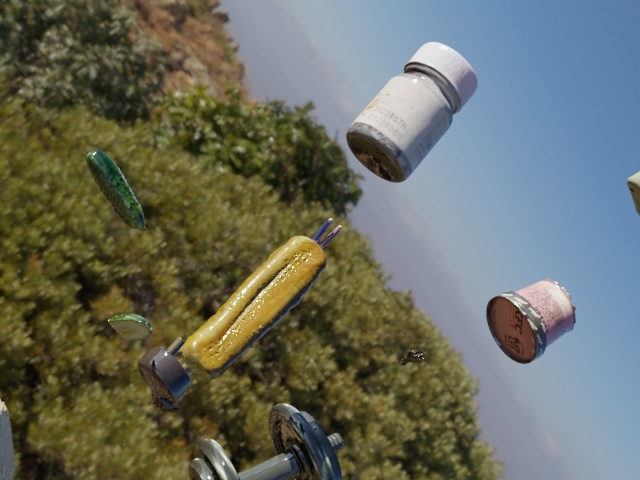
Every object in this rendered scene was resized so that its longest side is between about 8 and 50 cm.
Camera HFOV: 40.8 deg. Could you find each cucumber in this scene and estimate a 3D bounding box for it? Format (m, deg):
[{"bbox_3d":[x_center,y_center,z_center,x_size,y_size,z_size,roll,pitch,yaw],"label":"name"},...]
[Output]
[{"bbox_3d":[-0.377,0.171,1.748,0.067,0.107,0.035,56,46,-28],"label":"cucumber"},{"bbox_3d":[-0.487,-0.117,2.068,0.227,0.069,0.069,59,5,-10],"label":"cucumber"}]

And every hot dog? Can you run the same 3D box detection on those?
[{"bbox_3d":[-0.093,0.092,1.236,0.088,0.286,0.061,54,-39,-4],"label":"hot dog"}]

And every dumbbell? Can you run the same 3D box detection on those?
[{"bbox_3d":[-0.090,0.379,1.381,0.192,0.289,0.192,47,-32,41],"label":"dumbbell"}]

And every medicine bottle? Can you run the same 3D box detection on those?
[{"bbox_3d":[0.192,-0.268,1.800,0.165,0.273,0.165,36,-16,12],"label":"medicine bottle"}]

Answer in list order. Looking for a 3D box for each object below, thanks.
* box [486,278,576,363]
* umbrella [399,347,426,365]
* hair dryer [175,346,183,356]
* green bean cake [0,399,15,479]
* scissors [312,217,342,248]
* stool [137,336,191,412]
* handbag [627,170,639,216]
[{"bbox_3d":[0.438,0.158,1.767,0.151,0.135,0.151,45,-32,38],"label":"box"},{"bbox_3d":[0.161,0.206,1.513,0.083,0.031,0.020,139,-56,-62],"label":"umbrella"},{"bbox_3d":[-0.339,0.289,2.366,0.064,0.181,0.117,-144,-136,-84],"label":"hair dryer"},{"bbox_3d":[-0.509,0.320,1.261,0.109,0.085,0.179,-78,177,-59],"label":"green bean cake"},{"bbox_3d":[0.000,0.000,1.958,0.039,0.113,0.012,38,14,-20],"label":"scissors"},{"bbox_3d":[-0.345,0.315,1.987,0.125,0.121,0.217,32,-34,27],"label":"stool"},{"bbox_3d":[0.792,-0.167,1.798,0.109,0.315,0.241,46,2,36],"label":"handbag"}]
